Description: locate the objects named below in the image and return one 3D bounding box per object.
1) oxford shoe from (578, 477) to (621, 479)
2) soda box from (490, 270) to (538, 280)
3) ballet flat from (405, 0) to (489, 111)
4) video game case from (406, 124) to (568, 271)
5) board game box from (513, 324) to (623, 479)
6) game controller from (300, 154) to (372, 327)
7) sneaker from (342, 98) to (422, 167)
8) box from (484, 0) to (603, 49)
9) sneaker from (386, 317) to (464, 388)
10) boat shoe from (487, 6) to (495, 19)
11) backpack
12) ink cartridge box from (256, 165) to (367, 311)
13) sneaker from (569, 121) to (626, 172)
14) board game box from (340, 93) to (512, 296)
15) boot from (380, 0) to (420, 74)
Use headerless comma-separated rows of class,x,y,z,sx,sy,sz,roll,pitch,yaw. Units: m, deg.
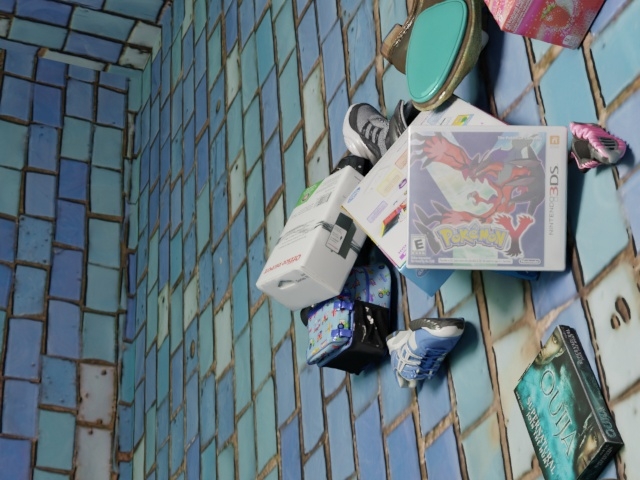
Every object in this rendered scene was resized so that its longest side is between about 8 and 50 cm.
oxford shoe,0.287,0.326,1.419,0.227,0.083,0.096,-49,14,56
soda box,0.227,-0.001,1.720,0.210,0.067,0.071,-154,76,-69
ballet flat,0.204,-0.346,1.882,0.123,0.123,0.349,147,130,-62
video game case,0.210,-0.054,1.585,0.023,0.201,0.183,-7,-82,-84
board game box,0.293,0.210,1.505,0.186,0.026,0.126,-104,31,-47
game controller,0.027,0.005,2.232,0.166,0.067,0.319,125,157,-77
sneaker,0.125,-0.179,2.031,0.153,0.101,0.268,-65,31,31
box,0.316,-0.392,1.602,0.128,0.122,0.257,-106,34,-48
sneaker,0.158,0.160,1.823,0.211,0.080,0.081,129,140,-68
boat shoe,0.274,-0.355,1.806,0.142,0.040,0.049,162,117,-67
backpack,0.050,0.117,2.053,0.158,0.117,0.173,141,138,-58
ink cartridge box,0.000,0.000,2.041,0.153,0.087,0.208,-24,34,55
sneaker,0.335,-0.106,1.533,0.119,0.047,0.057,-113,32,-68
board game box,0.163,-0.078,1.758,0.242,0.064,0.316,-49,21,5
boot,0.193,-0.351,2.010,0.106,0.082,0.219,52,123,31
